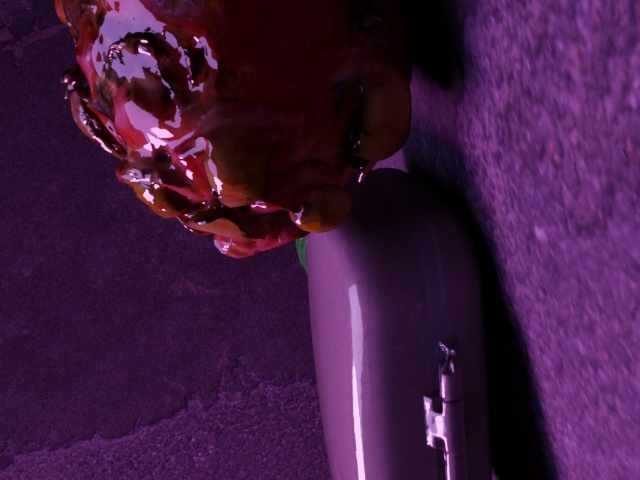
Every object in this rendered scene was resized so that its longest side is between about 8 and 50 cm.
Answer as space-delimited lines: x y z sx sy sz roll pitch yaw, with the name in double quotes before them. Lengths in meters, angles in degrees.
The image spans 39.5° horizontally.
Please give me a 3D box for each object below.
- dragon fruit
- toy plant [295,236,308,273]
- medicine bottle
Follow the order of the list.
"dragon fruit" -0.049 -0.136 0.609 0.269 0.250 0.291 136 123 -65
"toy plant" 0.006 0.012 1.705 0.154 0.088 0.240 60 165 0
"medicine bottle" 0.063 0.135 0.771 0.282 0.123 0.375 -115 17 -72
